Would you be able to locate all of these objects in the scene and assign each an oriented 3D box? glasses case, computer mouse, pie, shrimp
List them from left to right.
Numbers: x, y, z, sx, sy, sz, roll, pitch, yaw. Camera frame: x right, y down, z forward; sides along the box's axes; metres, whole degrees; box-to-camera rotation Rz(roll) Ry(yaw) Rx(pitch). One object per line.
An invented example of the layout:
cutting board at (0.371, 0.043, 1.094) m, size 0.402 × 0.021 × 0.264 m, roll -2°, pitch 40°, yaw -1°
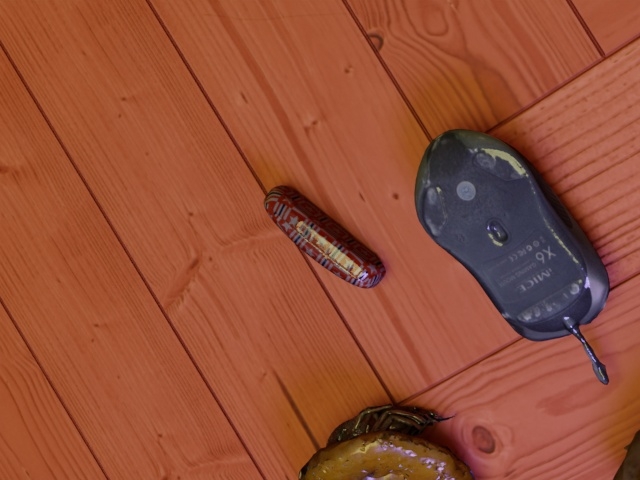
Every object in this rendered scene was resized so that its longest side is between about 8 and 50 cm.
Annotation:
glasses case at (0.000, 0.000, 1.859) m, size 0.194 × 0.073 × 0.049 m, roll 39°, pitch 109°, yaw 12°
pie at (0.093, 0.354, 1.870) m, size 0.274 × 0.069 × 0.273 m, roll 7°, pitch 132°, yaw 8°
shrimp at (0.095, 0.262, 1.881) m, size 0.190 × 0.075 × 0.073 m, roll -14°, pitch 59°, yaw 15°
computer mouse at (0.263, 0.019, 1.739) m, size 0.167 × 0.090 × 0.379 m, roll -31°, pitch 94°, yaw 33°

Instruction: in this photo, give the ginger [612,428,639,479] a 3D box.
ginger at (0.470, 0.328, 1.623) m, size 0.245 × 0.155 × 0.304 m, roll -27°, pitch 60°, yaw 24°
